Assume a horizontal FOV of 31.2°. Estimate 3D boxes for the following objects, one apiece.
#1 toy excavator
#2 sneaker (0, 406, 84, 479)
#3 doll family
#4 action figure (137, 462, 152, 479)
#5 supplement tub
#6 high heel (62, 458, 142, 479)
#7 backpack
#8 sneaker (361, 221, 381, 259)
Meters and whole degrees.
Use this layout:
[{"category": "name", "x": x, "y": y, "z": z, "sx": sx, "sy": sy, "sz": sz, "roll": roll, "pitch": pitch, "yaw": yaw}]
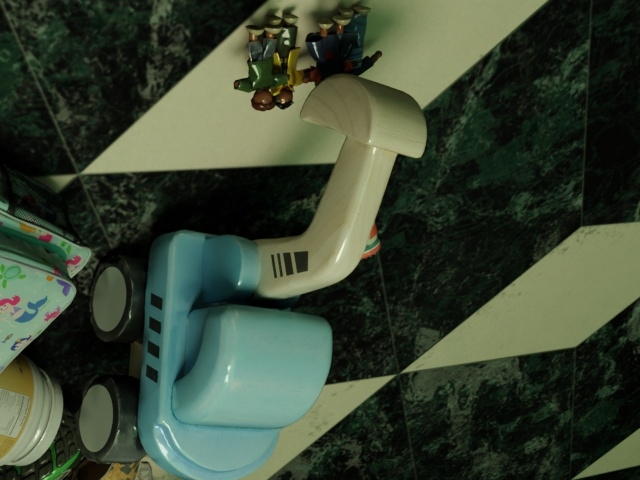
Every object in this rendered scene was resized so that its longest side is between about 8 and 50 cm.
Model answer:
[{"category": "toy excavator", "x": -0.061, "y": 0.061, "z": 1.311, "sx": 0.222, "sy": 0.433, "sz": 0.445, "roll": 12, "pitch": 166, "yaw": -40}, {"category": "sneaker", "x": -0.441, "y": 0.325, "z": 1.526, "sx": 0.343, "sy": 0.134, "sz": 0.146, "roll": -31, "pitch": 149, "yaw": 15}, {"category": "doll family", "x": -0.011, "y": -0.194, "z": 1.267, "sx": 0.193, "sy": 0.076, "sz": 0.111, "roll": -9, "pitch": 117, "yaw": -18}, {"category": "action figure", "x": -0.235, "y": 0.488, "z": 1.645, "sx": 0.341, "sy": 0.330, "sz": 0.178, "roll": -24, "pitch": 138, "yaw": -8}, {"category": "supplement tub", "x": -0.421, "y": 0.188, "z": 1.358, "sx": 0.144, "sy": 0.144, "sz": 0.199, "roll": -43, "pitch": 140, "yaw": 15}, {"category": "high heel", "x": -0.304, "y": 0.273, "z": 1.595, "sx": 0.261, "sy": 0.093, "sz": 0.186, "roll": -22, "pitch": 123, "yaw": 2}, {"category": "backpack", "x": -0.391, "y": 0.020, "z": 1.178, "sx": 0.225, "sy": 0.191, "sz": 0.253, "roll": -43, "pitch": 134, "yaw": 11}, {"category": "sneaker", "x": 0.000, "y": 0.000, "z": 1.509, "sx": 0.161, "sy": 0.057, "sz": 0.075, "roll": -19, "pitch": 123, "yaw": -12}]
